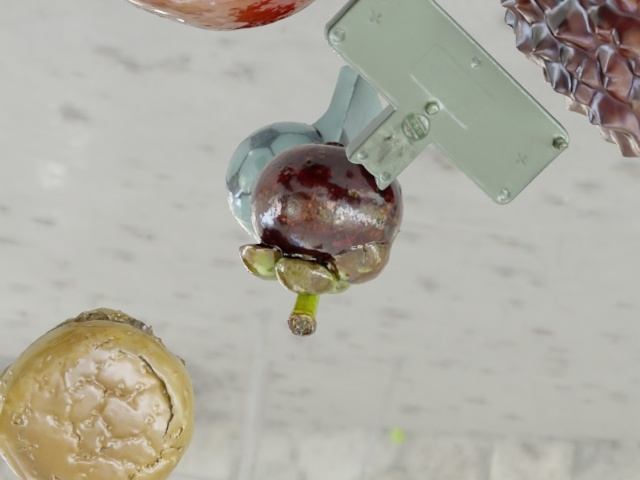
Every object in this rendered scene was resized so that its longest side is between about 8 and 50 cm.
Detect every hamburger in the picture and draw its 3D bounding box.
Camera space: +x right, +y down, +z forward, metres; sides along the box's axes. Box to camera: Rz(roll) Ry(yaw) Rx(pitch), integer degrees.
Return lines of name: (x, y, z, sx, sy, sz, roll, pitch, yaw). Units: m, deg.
hamburger: (-0.233, 0.173, 1.719, 0.214, 0.213, 0.108, 13, -174, -16)

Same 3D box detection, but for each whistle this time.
whistle: (-0.028, -0.088, 1.996, 0.163, 0.289, 0.163, 8, 130, 9)

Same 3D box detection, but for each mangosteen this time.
mangosteen: (0.007, -0.006, 1.630, 0.156, 0.181, 0.146, 2, -168, 42)

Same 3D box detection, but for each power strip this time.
power strip: (0.086, -0.107, 1.394, 0.216, 0.145, 0.061, 42, -169, -13)

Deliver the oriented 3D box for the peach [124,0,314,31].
peach: (-0.105, -0.325, 1.394, 0.332, 0.307, 0.308, -10, 160, 19)

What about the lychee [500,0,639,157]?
lychee: (0.416, -0.258, 1.663, 0.500, 0.424, 0.424, 26, 172, 18)
